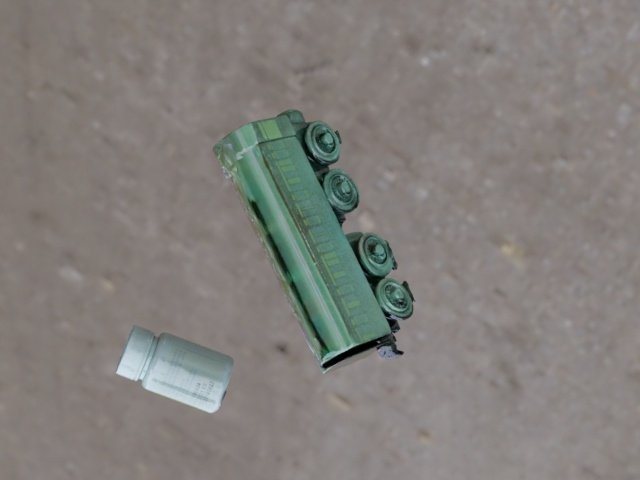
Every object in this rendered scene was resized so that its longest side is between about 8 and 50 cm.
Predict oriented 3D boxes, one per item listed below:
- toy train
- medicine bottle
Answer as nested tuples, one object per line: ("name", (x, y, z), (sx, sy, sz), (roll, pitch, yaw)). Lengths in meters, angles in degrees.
("toy train", (0.000, 0.000, 0.981), (0.038, 0.071, 0.148), (-35, 78, 46))
("medicine bottle", (-0.111, 0.097, 1.406), (0.083, 0.047, 0.047), (20, 159, -6))
